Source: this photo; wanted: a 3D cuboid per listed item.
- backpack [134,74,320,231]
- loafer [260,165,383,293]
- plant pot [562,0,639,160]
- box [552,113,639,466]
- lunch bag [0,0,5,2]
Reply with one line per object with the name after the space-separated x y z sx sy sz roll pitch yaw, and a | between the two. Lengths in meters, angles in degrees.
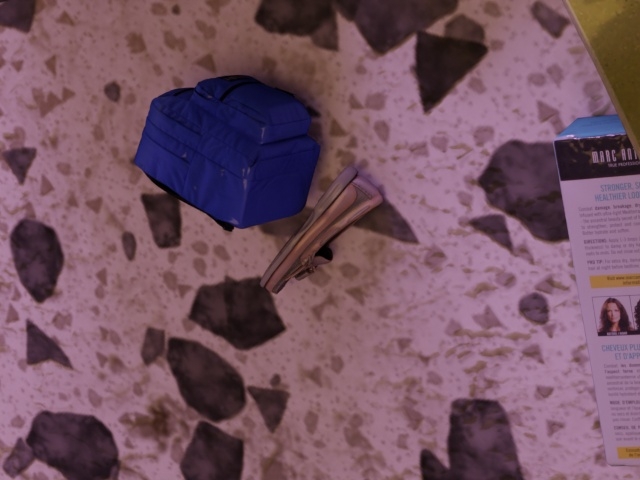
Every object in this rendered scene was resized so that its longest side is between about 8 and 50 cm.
-0.070 -0.074 1.223 0.120 0.098 0.101 26 109 29 | backpack
0.000 0.000 1.245 0.039 0.045 0.125 38 117 1 | loafer
0.276 -0.200 0.935 0.293 0.275 0.275 -26 96 13 | plant pot
0.234 0.034 1.133 0.100 0.060 0.244 -4 106 26 | box
-0.182 -0.335 1.112 0.256 0.212 0.305 -11 102 28 | lunch bag
